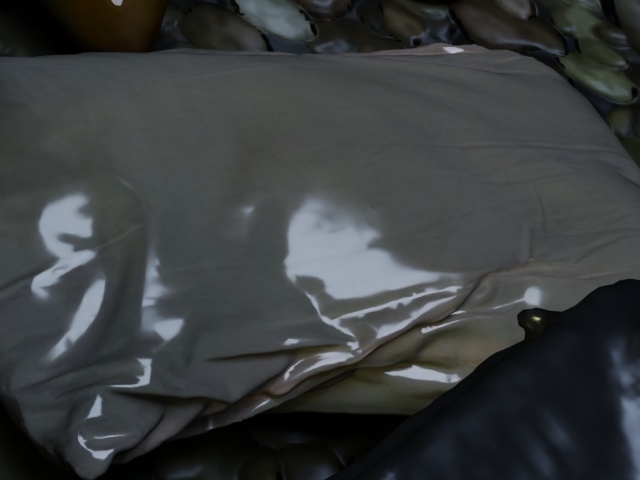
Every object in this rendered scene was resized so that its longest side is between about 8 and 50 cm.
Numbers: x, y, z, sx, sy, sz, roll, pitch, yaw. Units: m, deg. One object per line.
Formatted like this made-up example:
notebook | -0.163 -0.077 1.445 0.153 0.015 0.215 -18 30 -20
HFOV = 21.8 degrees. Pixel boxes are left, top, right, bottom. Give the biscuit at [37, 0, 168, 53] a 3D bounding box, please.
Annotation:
biscuit | -0.134 -0.168 0.582 0.207 0.164 0.047 19 14 -7

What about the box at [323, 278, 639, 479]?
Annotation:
box | 0.079 0.175 0.407 0.290 0.073 0.289 -31 80 -37

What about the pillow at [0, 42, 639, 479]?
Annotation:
pillow | 0.000 0.000 0.548 0.270 0.067 0.173 -5 52 -26
